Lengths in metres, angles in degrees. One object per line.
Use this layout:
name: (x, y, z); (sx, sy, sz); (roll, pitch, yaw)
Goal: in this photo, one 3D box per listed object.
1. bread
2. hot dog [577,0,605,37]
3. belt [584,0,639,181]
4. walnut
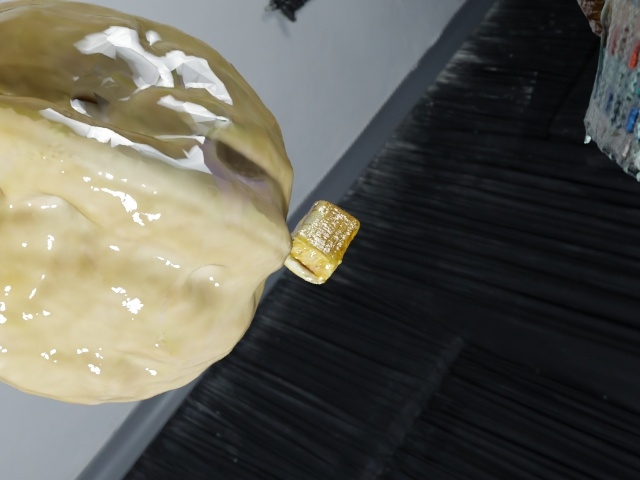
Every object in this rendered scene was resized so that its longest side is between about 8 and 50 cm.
bread: (0.000, 0.000, 0.912); (0.053, 0.074, 0.132); (-56, -178, 34)
hot dog: (0.238, -0.241, 0.622); (0.147, 0.065, 0.099); (45, 44, -39)
belt: (0.308, -0.108, 0.517); (0.257, 0.207, 0.150); (-94, -170, -61)
walnut: (-0.214, -0.030, 0.669); (0.383, 0.383, 0.383); (-21, 119, -44)
